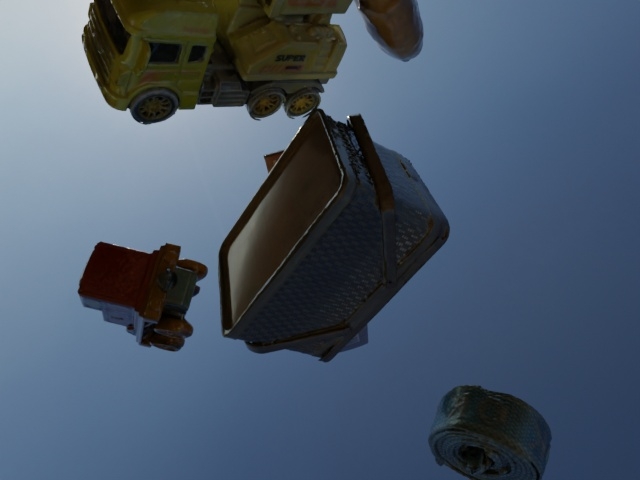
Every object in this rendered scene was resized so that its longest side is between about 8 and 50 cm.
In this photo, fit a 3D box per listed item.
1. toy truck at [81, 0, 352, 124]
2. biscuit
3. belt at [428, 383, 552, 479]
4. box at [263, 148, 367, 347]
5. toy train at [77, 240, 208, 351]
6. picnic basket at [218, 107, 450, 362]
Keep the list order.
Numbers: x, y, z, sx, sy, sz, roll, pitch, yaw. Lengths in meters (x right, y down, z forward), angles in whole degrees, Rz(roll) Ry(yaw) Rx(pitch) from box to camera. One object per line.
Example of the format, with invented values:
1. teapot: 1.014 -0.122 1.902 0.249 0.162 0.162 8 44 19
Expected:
1. toy truck: -0.092 -0.220 0.502 0.124 0.272 0.157 62 -38 19
2. biscuit: 0.079 -0.498 0.749 0.104 0.429 0.446 -15 -160 17
3. belt: 0.212 0.259 0.613 0.148 0.163 0.082 10 -129 33
4. box: 0.000 0.039 1.072 0.122 0.344 0.385 -15 -110 1
5. toy train: -0.373 0.117 1.012 0.369 0.232 0.163 135 -30 -60
6. picnic basket: 0.000 0.000 0.550 0.266 0.139 0.165 -51 -146 28
